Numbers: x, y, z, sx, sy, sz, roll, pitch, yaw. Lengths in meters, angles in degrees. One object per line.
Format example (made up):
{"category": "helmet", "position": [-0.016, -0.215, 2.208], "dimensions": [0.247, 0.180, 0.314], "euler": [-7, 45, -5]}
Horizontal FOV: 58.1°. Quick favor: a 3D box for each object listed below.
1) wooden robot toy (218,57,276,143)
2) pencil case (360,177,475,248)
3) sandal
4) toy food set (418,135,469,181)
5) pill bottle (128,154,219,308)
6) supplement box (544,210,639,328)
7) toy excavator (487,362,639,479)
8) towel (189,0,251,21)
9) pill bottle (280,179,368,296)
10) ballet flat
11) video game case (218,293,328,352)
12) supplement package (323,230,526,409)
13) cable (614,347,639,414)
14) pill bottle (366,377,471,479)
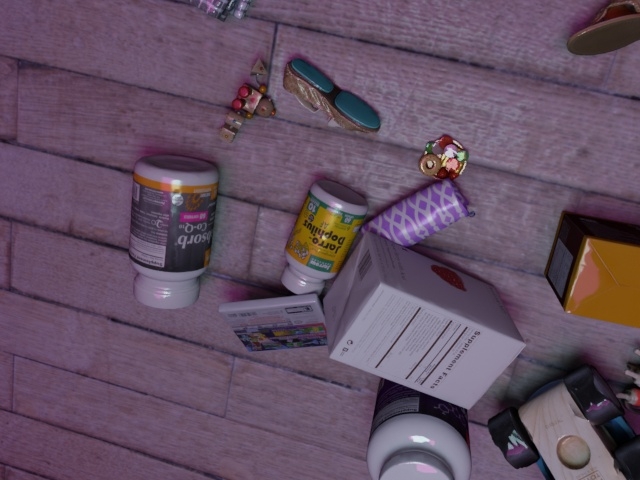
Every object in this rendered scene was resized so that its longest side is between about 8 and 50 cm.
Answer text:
{"category": "wooden robot toy", "position": [-0.125, -0.248, 1.082], "dimensions": [0.079, 0.076, 0.173], "euler": [28, 111, -10]}
{"category": "pencil case", "position": [0.177, -0.039, 1.075], "dimensions": [0.206, 0.088, 0.086], "euler": [-27, 78, 18]}
{"category": "sandal", "position": [0.508, -0.370, 0.927], "dimensions": [0.240, 0.088, 0.079], "euler": [-12, 72, 8]}
{"category": "toy food set", "position": [0.229, -0.149, 1.064], "dimensions": [0.083, 0.020, 0.082], "euler": [26, 110, 3]}
{"category": "pill bottle", "position": [-0.292, -0.018, 1.134], "dimensions": [0.162, 0.162, 0.278], "euler": [12, 109, 8]}
{"category": "supplement box", "position": [0.508, 0.048, 0.976], "dimensions": [0.191, 0.194, 0.129], "euler": [11, 108, 8]}
{"category": "toy excavator", "position": [0.580, 0.480, 1.092], "dimensions": [0.222, 0.445, 0.433], "euler": [-40, 52, 20]}
{"category": "towel", "position": [-0.216, -0.544, 0.981], "dimensions": [0.283, 0.121, 0.235], "euler": [34, 111, 0]}
{"category": "pill bottle", "position": [0.000, 0.000, 1.104], "dimensions": [0.117, 0.117, 0.208], "euler": [26, 110, 3]}
{"category": "ballet flat", "position": [0.017, -0.252, 1.061], "dimensions": [0.206, 0.073, 0.067], "euler": [39, 137, 1]}
{"category": "video game case", "position": [-0.080, 0.172, 1.170], "dimensions": [0.201, 0.023, 0.183], "euler": [-7, 141, 13]}
{"category": "supplement package", "position": [0.176, 0.142, 1.033], "dimensions": [0.293, 0.177, 0.175], "euler": [23, 116, -17]}
{"category": "cable", "position": [0.695, 0.297, 1.078], "dimensions": [0.287, 0.072, 0.139], "euler": [17, 108, 6]}
{"category": "pill bottle", "position": [0.184, 0.359, 1.066], "dimensions": [0.181, 0.323, 0.181], "euler": [3, 108, 10]}
